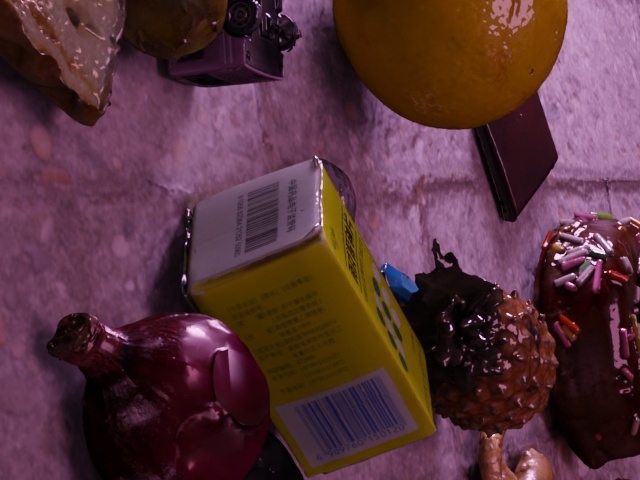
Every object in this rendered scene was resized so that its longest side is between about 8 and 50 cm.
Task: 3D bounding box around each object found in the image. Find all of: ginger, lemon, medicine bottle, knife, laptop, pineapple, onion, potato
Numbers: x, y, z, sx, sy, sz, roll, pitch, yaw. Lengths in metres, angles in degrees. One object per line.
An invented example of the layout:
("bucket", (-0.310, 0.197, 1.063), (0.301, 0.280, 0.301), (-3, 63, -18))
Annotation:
("ginger", (0.226, 0.281, 2.123), (0.193, 0.052, 0.176), (60, 32, -18))
("lemon", (0.123, -0.245, 1.920), (0.219, 0.240, 0.240), (23, 60, -43))
("medicine bottle", (-0.009, 0.071, 1.620), (0.137, 0.141, 0.250), (-89, 155, -55))
("knife", (0.141, 0.087, 2.057), (0.296, 0.026, 0.044), (35, 48, -50))
("laptop", (0.248, -0.129, 2.332), (0.207, 0.026, 0.154), (-47, 120, -58))
("pineapple", (0.142, 0.103, 1.862), (0.340, 0.169, 0.169), (33, 51, -68))
("onion", (-0.120, 0.119, 1.437), (0.198, 0.135, 0.173), (50, 37, -41))
("potato", (-0.151, -0.258, 1.544), (0.117, 0.090, 0.225), (-31, 108, -20))

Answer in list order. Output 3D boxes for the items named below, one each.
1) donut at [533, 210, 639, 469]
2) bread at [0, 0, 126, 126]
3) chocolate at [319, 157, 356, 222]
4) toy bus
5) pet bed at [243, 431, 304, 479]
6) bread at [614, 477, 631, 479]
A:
("donut", (0.374, 0.097, 2.377), (0.259, 0.136, 0.345), (67, 29, -28))
("bread", (-0.226, -0.198, 1.409), (0.232, 0.088, 0.128), (55, 45, -49))
("chocolate", (0.000, 0.000, 1.772), (0.072, 0.072, 0.167), (25, 62, -57))
("toy bus", (-0.088, -0.240, 1.650), (0.096, 0.108, 0.199), (11, 73, -65))
("pet bed", (-0.059, 0.259, 1.591), (0.201, 0.053, 0.201), (31, 55, -57))
("bread", (0.411, 0.409, 2.412), (0.193, 0.064, 0.193), (26, 58, -53))
